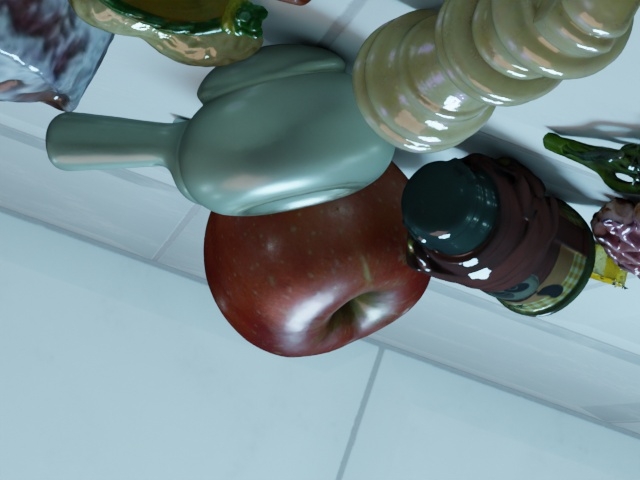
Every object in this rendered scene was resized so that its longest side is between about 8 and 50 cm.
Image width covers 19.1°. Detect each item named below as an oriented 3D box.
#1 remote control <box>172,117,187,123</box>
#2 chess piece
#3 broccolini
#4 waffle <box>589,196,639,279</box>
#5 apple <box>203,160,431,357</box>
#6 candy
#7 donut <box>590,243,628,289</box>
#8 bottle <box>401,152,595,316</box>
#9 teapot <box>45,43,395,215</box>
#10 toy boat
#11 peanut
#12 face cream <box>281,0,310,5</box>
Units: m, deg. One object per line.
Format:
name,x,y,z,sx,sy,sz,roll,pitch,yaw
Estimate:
remote control,-0.120,-0.124,2.314,0.124,0.018,0.053,15,169,20
chess piece,0.136,-0.145,1.372,0.117,0.117,0.397,21,169,-14
broccolini,0.279,-0.061,1.720,0.091,0.068,0.202,2,-177,-35
waffle,0.388,0.017,1.996,0.221,0.055,0.234,18,172,10
apple,0.000,0.000,2.102,0.260,0.216,0.260,-20,155,-10
candy,-0.314,-0.211,1.738,0.214,0.157,0.289,22,172,26
donut,0.336,0.030,2.243,0.083,0.038,0.067,16,170,-14
bottle,0.170,-0.011,1.964,0.271,0.156,0.143,25,-157,-55
teapot,-0.092,-0.095,1.778,0.318,0.149,0.220,-10,173,-11
toy boat,-0.148,-0.225,1.523,0.229,0.089,0.088,26,-177,-21
peanut,-0.136,-0.203,1.679,0.187,0.082,0.082,23,170,-29
face cream,-0.100,-0.235,1.338,0.214,0.096,0.096,16,171,13
